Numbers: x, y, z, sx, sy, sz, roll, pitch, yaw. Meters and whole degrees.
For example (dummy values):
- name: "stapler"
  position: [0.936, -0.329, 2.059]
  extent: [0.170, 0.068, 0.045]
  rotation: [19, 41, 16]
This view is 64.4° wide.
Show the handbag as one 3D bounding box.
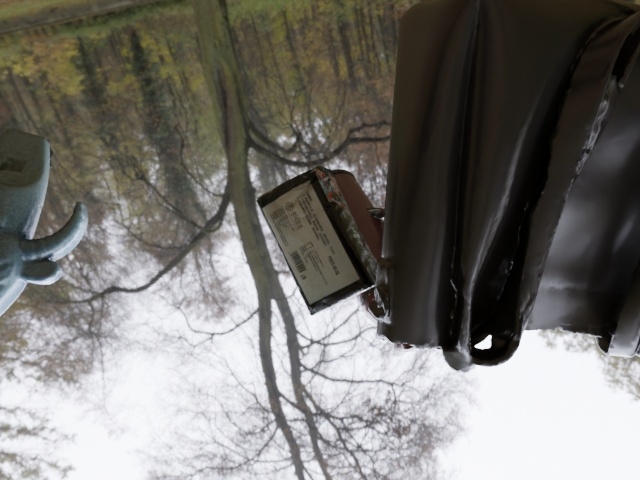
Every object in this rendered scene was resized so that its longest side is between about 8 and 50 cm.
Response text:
- name: "handbag"
  position: [0.182, -0.032, 0.371]
  extent: [0.285, 0.257, 0.113]
  rotation: [4, -169, -20]

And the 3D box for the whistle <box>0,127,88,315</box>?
- name: "whistle"
  position: [-0.357, 0.002, 0.547]
  extent: [0.180, 0.269, 0.093]
  rotation: [12, 165, -11]

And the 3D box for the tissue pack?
- name: "tissue pack"
  position: [0.000, -0.001, 0.658]
  extent: [0.103, 0.170, 0.090]
  rotation: [-29, 174, 23]

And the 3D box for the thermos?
- name: "thermos"
  position: [0.094, 0.025, 0.831]
  extent: [0.136, 0.109, 0.330]
  rotation: [-31, -123, 3]
